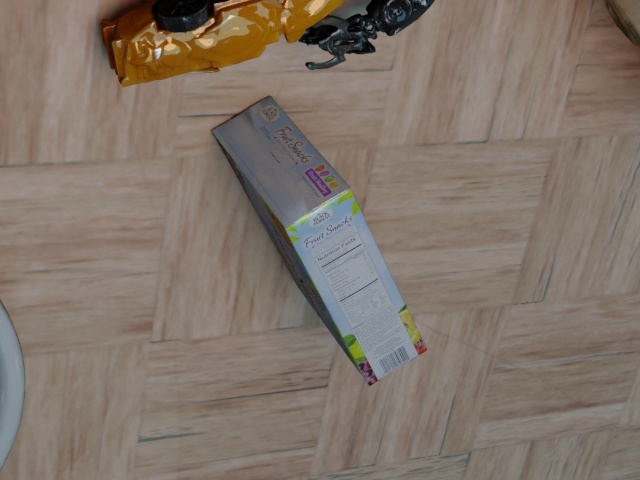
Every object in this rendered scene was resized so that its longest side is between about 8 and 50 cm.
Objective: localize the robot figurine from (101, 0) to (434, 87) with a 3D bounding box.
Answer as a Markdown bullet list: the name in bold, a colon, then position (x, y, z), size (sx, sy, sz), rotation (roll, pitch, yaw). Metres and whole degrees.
- **robot figurine**: position (-0.038, -0.232, 1.148), size (0.291, 0.085, 0.211), rotation (-18, 128, -14)

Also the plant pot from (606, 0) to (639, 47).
- **plant pot**: position (0.427, -0.221, 1.265), size (0.305, 0.334, 0.334), rotation (-32, 131, 11)

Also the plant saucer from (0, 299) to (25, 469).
- **plant saucer**: position (-0.448, 0.123, 1.176), size (0.400, 0.100, 0.400), rotation (-14, 128, -18)

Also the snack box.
- **snack box**: position (0.000, 0.000, 1.268), size (0.070, 0.174, 0.207), rotation (-33, 131, -4)
